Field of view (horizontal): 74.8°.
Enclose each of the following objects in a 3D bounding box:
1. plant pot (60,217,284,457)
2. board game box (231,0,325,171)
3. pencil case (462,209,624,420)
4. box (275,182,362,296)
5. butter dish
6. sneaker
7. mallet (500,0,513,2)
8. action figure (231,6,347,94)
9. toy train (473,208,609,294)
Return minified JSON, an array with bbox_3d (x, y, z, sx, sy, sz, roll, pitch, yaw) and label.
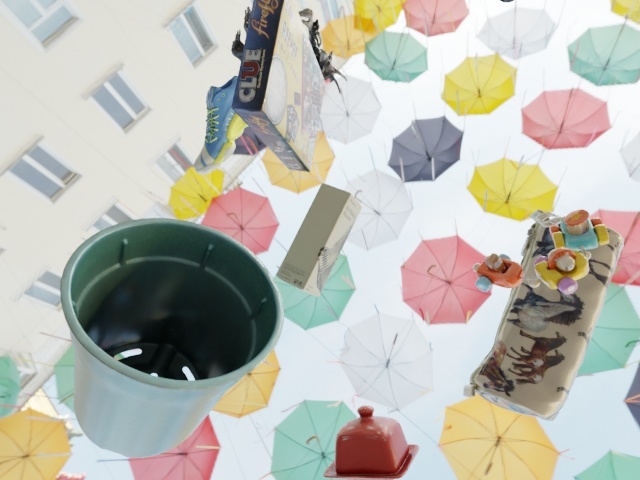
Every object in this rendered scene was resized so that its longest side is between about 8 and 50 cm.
[{"bbox_3d":[-0.285,0.193,0.758,0.341,0.340,0.334,55,-49,30],"label":"plant pot"},{"bbox_3d":[-0.048,-0.216,0.615,0.042,0.243,0.165,9,-97,13],"label":"board game box"},{"bbox_3d":[0.436,0.152,0.834,0.183,0.160,0.411,24,-99,15],"label":"pencil case"},{"bbox_3d":[0.000,0.000,1.098,0.094,0.113,0.275,24,-94,27],"label":"box"},{"bbox_3d":[0.096,0.383,0.815,0.160,0.159,0.119,-12,-99,24],"label":"butter dish"},{"bbox_3d":[-0.234,-0.271,0.952,0.240,0.126,0.091,-54,-144,-10],"label":"sneaker"},{"bbox_3d":[0.254,-0.364,0.460,0.039,0.190,0.062,38,-114,13],"label":"mallet"},{"bbox_3d":[-0.066,-0.440,0.980,0.275,0.141,0.164,22,-108,3],"label":"action figure"},{"bbox_3d":[0.273,0.005,0.524,0.166,0.046,0.125,-39,-148,-18],"label":"toy train"}]
